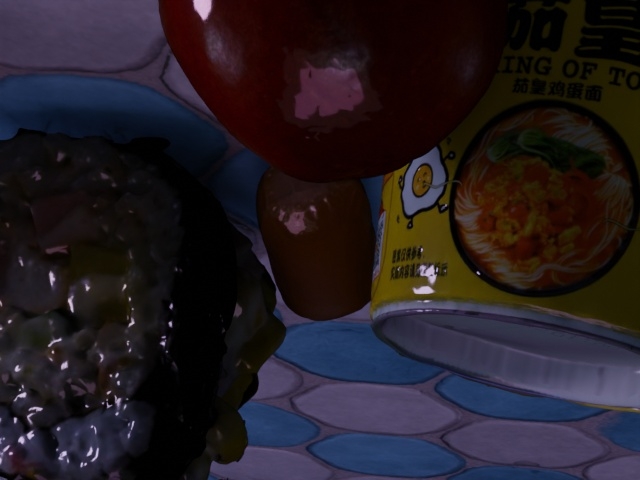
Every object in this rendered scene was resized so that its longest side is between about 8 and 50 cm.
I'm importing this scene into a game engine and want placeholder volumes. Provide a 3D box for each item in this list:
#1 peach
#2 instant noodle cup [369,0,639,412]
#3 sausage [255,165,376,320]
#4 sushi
[{"bbox_3d":[-0.001,-0.152,0.980,0.243,0.243,0.199,-13,174,38],"label":"peach"},{"bbox_3d":[0.180,-0.032,1.121,0.325,0.254,0.325,12,166,3],"label":"instant noodle cup"},{"bbox_3d":[-0.001,0.000,1.508,0.105,0.105,0.274,3,157,8],"label":"sausage"},{"bbox_3d":[-0.212,0.084,1.494,0.328,0.328,0.285,-1,167,14],"label":"sushi"}]
